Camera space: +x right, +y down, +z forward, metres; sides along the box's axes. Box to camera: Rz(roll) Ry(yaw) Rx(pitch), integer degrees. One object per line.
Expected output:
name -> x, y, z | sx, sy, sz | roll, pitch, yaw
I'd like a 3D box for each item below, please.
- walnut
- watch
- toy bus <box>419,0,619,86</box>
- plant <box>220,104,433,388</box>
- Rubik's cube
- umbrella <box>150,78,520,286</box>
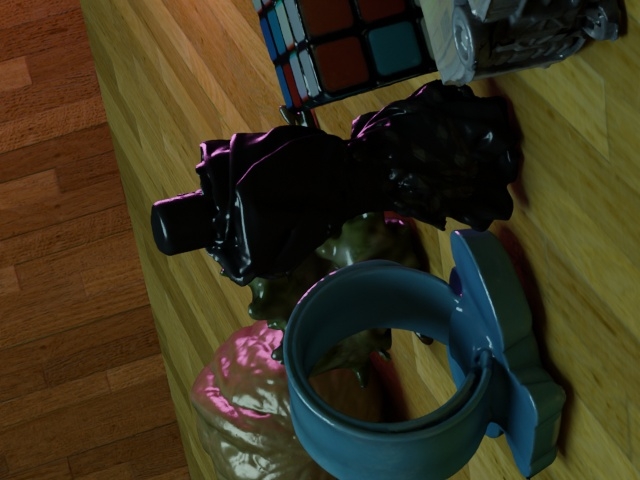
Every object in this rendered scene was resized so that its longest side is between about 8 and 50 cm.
walnut -> -0.028, 0.190, 2.088 | 0.261, 0.225, 0.225 | -136, 30, -69
watch -> 0.072, 0.109, 1.517 | 0.211, 0.193, 0.211 | 163, 90, -81
toy bus -> 0.125, -0.195, 1.091 | 0.342, 0.097, 0.138 | 103, 155, -70
plant -> 0.033, -0.012, 1.872 | 0.251, 0.180, 0.333 | 68, -158, -12
Rubik's cube -> 0.037, -0.186, 1.351 | 0.151, 0.154, 0.155 | 179, 75, -79
umbrella -> 0.008, -0.042, 1.402 | 0.110, 0.272, 0.122 | 125, 129, -72
